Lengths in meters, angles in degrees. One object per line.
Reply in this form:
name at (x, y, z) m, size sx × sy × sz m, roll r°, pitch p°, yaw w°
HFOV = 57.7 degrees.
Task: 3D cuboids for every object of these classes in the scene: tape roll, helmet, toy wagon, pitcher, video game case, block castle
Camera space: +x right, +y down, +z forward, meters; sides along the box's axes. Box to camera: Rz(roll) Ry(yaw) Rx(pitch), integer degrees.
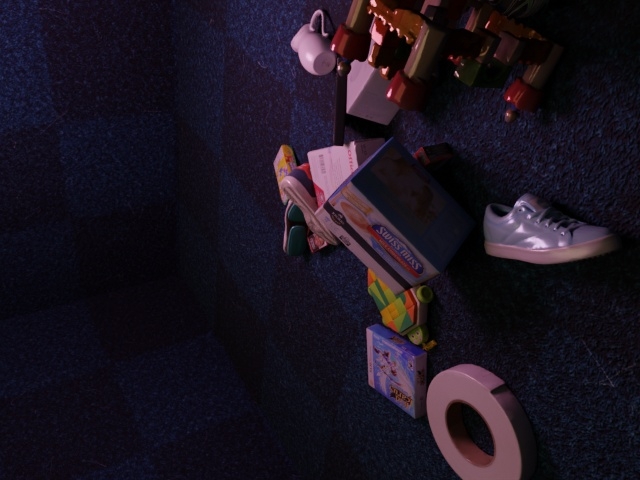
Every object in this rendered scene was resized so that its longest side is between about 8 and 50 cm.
tape roll at (0.472, 0.566, 1.744) m, size 0.392 × 0.072 × 0.392 m, roll 35°, pitch 132°, yaw 50°
helmet at (0.428, -0.557, 1.218) m, size 0.161 × 0.169 × 0.169 m, roll -127°, pitch 33°, yaw -62°
toy wagon at (0.274, 0.208, 1.928) m, size 0.344 × 0.068 × 0.267 m, roll 66°, pitch 150°, yaw 17°
pitcher at (-0.010, -0.677, 1.987) m, size 0.177 × 0.125 × 0.207 m, roll -60°, pitch 38°, yaw 32°
video game case at (0.267, 0.459, 2.063) m, size 0.269 × 0.061 × 0.244 m, roll 24°, pitch 124°, yaw 54°
video game case at (0.067, -0.473, 1.873) m, size 0.248 × 0.035 × 0.275 m, roll -82°, pitch -5°, yaw -62°
block castle at (0.271, -0.398, 1.270) m, size 0.303 × 0.453 × 0.213 m, roll 51°, pitch 135°, yaw 35°

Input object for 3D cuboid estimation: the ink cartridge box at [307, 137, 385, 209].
ink cartridge box at (0.098, -0.217, 1.978) m, size 0.306 × 0.131 × 0.226 m, roll 4°, pitch 106°, yaw 59°

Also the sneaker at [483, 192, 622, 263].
sneaker at (0.508, -0.034, 1.343) m, size 0.366 × 0.135 × 0.150 m, roll 3°, pitch 108°, yaw 59°

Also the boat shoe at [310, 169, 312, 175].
boat shoe at (-0.017, -0.292, 2.218) m, size 0.190 × 0.068 × 0.072 m, roll 137°, pitch 126°, yaw -58°

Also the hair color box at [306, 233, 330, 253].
hair color box at (0.000, 0.000, 2.337) m, size 0.141 × 0.043 × 0.072 m, roll -32°, pitch 74°, yaw 59°

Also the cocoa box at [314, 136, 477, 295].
cocoa box at (0.210, -0.063, 1.626) m, size 0.347 × 0.231 × 0.228 m, roll 45°, pitch 148°, yaw -4°

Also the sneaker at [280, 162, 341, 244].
sneaker at (0.003, -0.138, 2.172) m, size 0.131 × 0.148 × 0.350 m, roll 10°, pitch 143°, yaw 48°

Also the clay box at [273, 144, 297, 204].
clay box at (-0.135, -0.268, 2.400) m, size 0.127 × 0.053 × 0.222 m, roll 124°, pitch 137°, yaw -54°

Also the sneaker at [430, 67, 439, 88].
sneaker at (0.273, -0.448, 1.650) m, size 0.209 × 0.069 × 0.082 m, roll 141°, pitch 137°, yaw -64°

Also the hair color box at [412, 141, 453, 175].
hair color box at (0.294, -0.214, 1.677) m, size 0.053 × 0.093 × 0.167 m, roll 66°, pitch 150°, yaw 15°

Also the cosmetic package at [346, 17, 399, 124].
cosmetic package at (0.179, -0.490, 1.624) m, size 0.224 × 0.138 × 0.224 m, roll 126°, pitch 152°, yaw -56°

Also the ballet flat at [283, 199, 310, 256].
ballet flat at (-0.089, -0.105, 2.380) m, size 0.139 × 0.139 × 0.400 m, roll 55°, pitch 146°, yaw 32°
